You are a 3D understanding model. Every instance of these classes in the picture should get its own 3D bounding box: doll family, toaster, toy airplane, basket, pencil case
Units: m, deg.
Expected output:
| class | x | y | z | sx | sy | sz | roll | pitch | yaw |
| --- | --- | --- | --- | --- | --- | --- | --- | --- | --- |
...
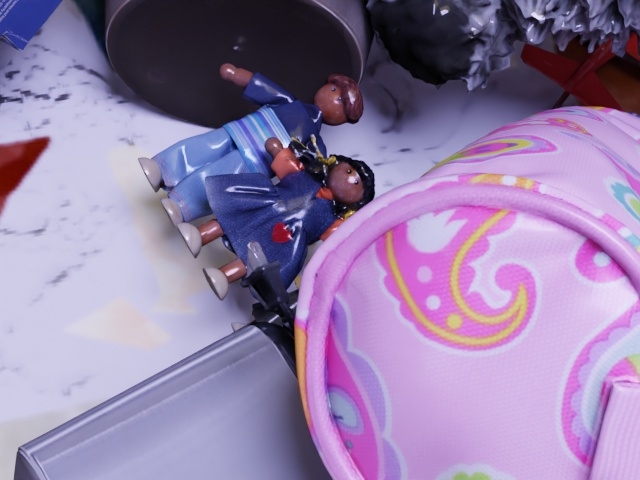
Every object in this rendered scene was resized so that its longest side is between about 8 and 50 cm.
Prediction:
| class | x | y | z | sx | sy | sz | roll | pitch | yaw |
| --- | --- | --- | --- | --- | --- | --- | --- | --- | --- |
| doll family | 0.000 | 0.000 | 0.614 | 0.111 | 0.076 | 0.193 | -30 | 91 | -7 |
| toaster | -0.029 | 0.132 | 0.482 | 0.110 | 0.168 | 0.185 | -25 | 67 | -25 |
| toy airplane | 0.166 | -0.114 | 0.770 | 0.151 | 0.028 | 0.151 | 7 | 58 | -11 |
| basket | -0.032 | -0.185 | 0.698 | 0.204 | 0.154 | 0.227 | 16 | 59 | -21 |
| pencil case | 0.087 | 0.017 | 0.485 | 0.124 | 0.124 | 0.284 | 37 | 18 | 11 |

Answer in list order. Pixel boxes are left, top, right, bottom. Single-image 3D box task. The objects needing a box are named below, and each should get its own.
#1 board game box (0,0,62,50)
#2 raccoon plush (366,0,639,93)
| class | x | y | z | sx | sy | sz | roll | pitch | yaw |
| --- | --- | --- | --- | --- | --- | --- | --- | --- | --- |
| board game box | -0.211 | -0.139 | 0.639 | 0.194 | 0.060 | 0.194 | 31 | 79 | 38 |
| raccoon plush | 0.203 | -0.217 | 0.636 | 0.299 | 0.216 | 0.446 | 9 | 38 | 19 |
